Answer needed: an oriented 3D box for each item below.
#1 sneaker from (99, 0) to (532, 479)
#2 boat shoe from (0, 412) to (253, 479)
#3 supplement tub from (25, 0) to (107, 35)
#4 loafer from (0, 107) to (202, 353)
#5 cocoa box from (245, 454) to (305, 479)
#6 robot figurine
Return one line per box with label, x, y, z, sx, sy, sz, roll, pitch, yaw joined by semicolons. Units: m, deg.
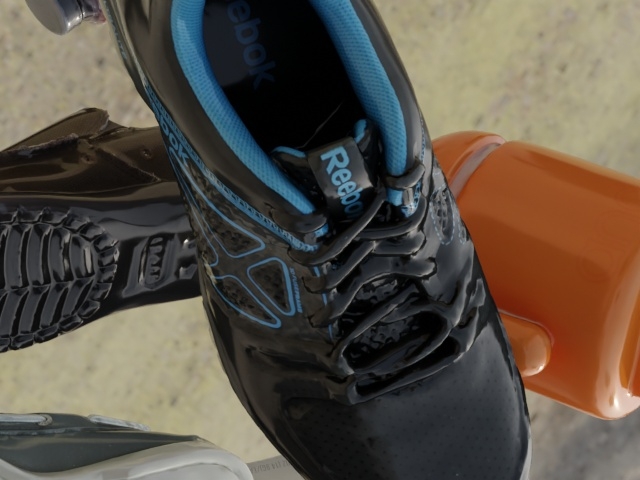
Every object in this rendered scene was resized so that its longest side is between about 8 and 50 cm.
sneaker;0.000;0.000;0.706;0.125;0.341;0.139;-29;-164;-5
boat shoe;-0.194;0.156;0.981;0.319;0.099;0.116;1;101;-36
supplement tub;-0.211;-0.293;1.722;0.198;0.106;0.106;-41;155;-25
loafer;-0.176;-0.017;1.170;0.366;0.130;0.134;-6;133;-33
cocoa box;0.012;0.373;1.395;0.231;0.228;0.347;-11;127;-10
robot figurine;0.118;0.015;0.894;0.158;0.219;0.128;-60;153;-18
